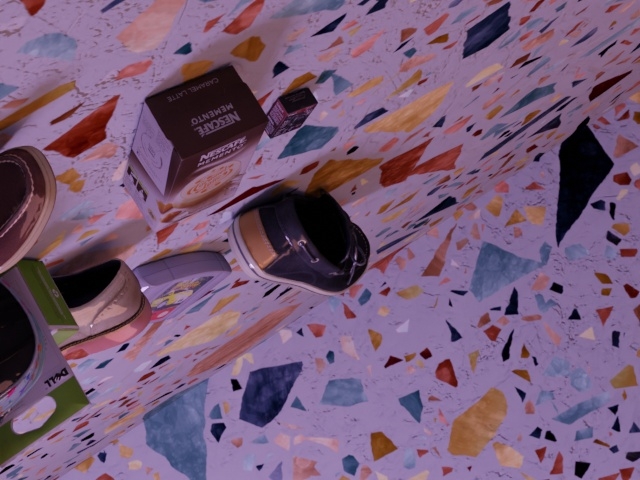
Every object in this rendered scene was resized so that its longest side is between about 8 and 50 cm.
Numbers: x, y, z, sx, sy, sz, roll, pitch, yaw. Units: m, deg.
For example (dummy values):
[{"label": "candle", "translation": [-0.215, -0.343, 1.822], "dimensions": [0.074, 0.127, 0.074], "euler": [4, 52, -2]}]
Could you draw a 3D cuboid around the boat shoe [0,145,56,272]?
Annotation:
[{"label": "boat shoe", "translation": [-0.461, 0.003, 1.522], "dimensions": [0.342, 0.123, 0.123], "euler": [-30, 171, 23]}]

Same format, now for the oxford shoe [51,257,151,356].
[{"label": "oxford shoe", "translation": [-0.479, 0.134, 2.070], "dimensions": [0.397, 0.140, 0.146], "euler": [-25, 136, -12]}]

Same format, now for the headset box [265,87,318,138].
[{"label": "headset box", "translation": [-0.046, -0.197, 1.958], "dimensions": [0.062, 0.032, 0.083], "euler": [-25, 165, -33]}]

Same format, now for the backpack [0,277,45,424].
[{"label": "backpack", "translation": [-0.513, 0.162, 1.778], "dimensions": [0.253, 0.225, 0.191], "euler": [-41, 172, -8]}]

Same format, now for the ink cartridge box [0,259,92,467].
[{"label": "ink cartridge box", "translation": [-0.452, 0.183, 1.924], "dimensions": [0.189, 0.255, 0.097], "euler": [-35, 168, 13]}]

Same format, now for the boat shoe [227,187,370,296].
[{"label": "boat shoe", "translation": [0.000, 0.000, 2.517], "dimensions": [0.156, 0.186, 0.500], "euler": [-30, 164, 20]}]

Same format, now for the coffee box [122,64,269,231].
[{"label": "coffee box", "translation": [-0.177, -0.122, 1.766], "dimensions": [0.141, 0.098, 0.246], "euler": [-27, 167, -23]}]

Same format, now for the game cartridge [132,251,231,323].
[{"label": "game cartridge", "translation": [-0.300, 0.094, 2.450], "dimensions": [0.196, 0.060, 0.294], "euler": [-42, 165, 25]}]
